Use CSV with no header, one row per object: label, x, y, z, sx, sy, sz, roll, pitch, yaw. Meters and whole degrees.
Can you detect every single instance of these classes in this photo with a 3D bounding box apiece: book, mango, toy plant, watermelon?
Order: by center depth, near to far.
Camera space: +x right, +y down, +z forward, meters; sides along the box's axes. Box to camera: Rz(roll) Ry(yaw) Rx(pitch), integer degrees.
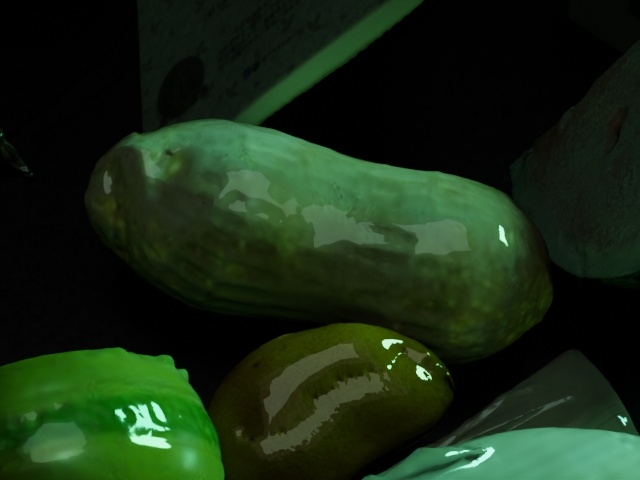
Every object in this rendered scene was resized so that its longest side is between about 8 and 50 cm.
toy plant,-0.125,0.232,0.922,0.224,0.184,0.316,-6,63,-22
mango,-0.002,0.106,1.049,0.159,0.084,0.105,-27,87,-14
watermelon,0.257,-0.057,1.119,0.260,0.176,0.256,1,15,-36
book,-0.046,-0.251,1.251,0.269,0.032,0.389,-34,46,31

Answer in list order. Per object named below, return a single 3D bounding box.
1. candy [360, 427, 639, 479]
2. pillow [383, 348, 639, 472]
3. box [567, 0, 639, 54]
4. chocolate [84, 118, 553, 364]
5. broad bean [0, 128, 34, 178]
candy,0.120,0.253,0.808,0.386,0.186,0.427,32,47,31
pillow,0.100,0.192,1.005,0.270,0.067,0.173,-30,64,-18
box,0.296,-0.255,1.219,0.153,0.252,0.188,37,63,25
chocolate,0.000,0.000,1.110,0.309,0.134,0.134,14,55,4
broad bean,-0.368,-0.093,1.214,0.325,0.067,0.075,0,62,2
